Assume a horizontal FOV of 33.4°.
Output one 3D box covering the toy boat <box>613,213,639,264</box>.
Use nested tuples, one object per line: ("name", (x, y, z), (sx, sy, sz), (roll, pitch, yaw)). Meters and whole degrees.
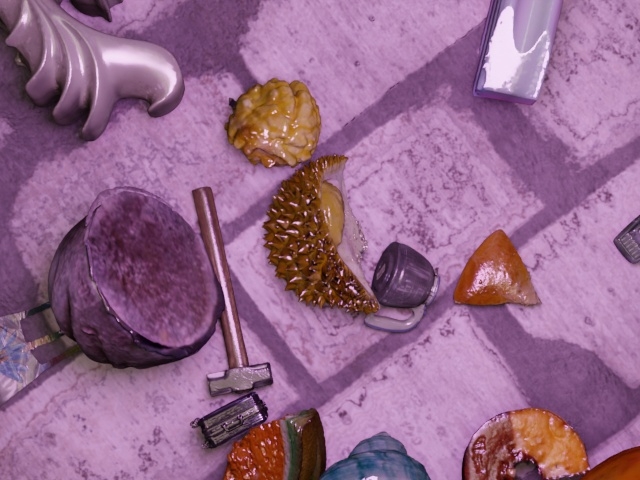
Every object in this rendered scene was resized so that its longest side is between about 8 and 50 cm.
("toy boat", (0.629, -0.057, 1.858), (0.260, 0.085, 0.078), (-37, 86, -4))

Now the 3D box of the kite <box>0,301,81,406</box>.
("kite", (-0.520, 0.174, 1.860), (0.310, 0.015, 0.169), (-30, 85, -2))

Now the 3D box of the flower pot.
("flower pot", (-0.415, -0.352, 1.834), (0.254, 0.164, 0.368), (-27, 85, -8))

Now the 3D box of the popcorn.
("popcorn", (-0.084, -0.201, 1.840), (0.173, 0.142, 0.174), (-3, 83, 28))

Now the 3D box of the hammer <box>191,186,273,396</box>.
("hammer", (-0.173, 0.086, 1.863), (0.111, 0.043, 0.365), (-12, 83, 0))

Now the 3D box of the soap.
("soap", (0.347, -0.393, 1.829), (0.109, 0.193, 0.324), (14, 85, 1))

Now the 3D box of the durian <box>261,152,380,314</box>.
("durian", (0.000, 0.000, 1.825), (0.166, 0.172, 0.306), (-2, 61, -41))

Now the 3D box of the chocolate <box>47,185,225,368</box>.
("chocolate", (-0.335, 0.087, 1.757), (0.213, 0.303, 0.303), (-30, 85, 31))

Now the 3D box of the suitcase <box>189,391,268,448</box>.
("suitcase", (-0.151, 0.305, 1.817), (0.126, 0.086, 0.059), (-27, 87, -3))

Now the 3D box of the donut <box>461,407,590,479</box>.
("donut", (0.339, 0.356, 1.819), (0.217, 0.085, 0.141), (-6, 85, -2))

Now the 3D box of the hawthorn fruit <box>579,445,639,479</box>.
("hawthorn fruit", (0.562, 0.541, 1.637), (0.471, 0.472, 0.472), (0, 85, -1))

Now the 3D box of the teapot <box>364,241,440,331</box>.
("teapot", (0.146, 0.085, 1.831), (0.108, 0.111, 0.149), (20, 79, -13))

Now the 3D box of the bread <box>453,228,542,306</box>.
("bread", (0.312, 0.047, 1.863), (0.154, 0.054, 0.136), (3, 82, -3))

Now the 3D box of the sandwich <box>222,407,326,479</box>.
("sandwich", (-0.076, 0.359, 1.792), (0.160, 0.109, 0.185), (11, 106, 19))

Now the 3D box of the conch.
("conch", (0.088, 0.396, 1.770), (0.196, 0.202, 0.134), (14, 104, 7))
